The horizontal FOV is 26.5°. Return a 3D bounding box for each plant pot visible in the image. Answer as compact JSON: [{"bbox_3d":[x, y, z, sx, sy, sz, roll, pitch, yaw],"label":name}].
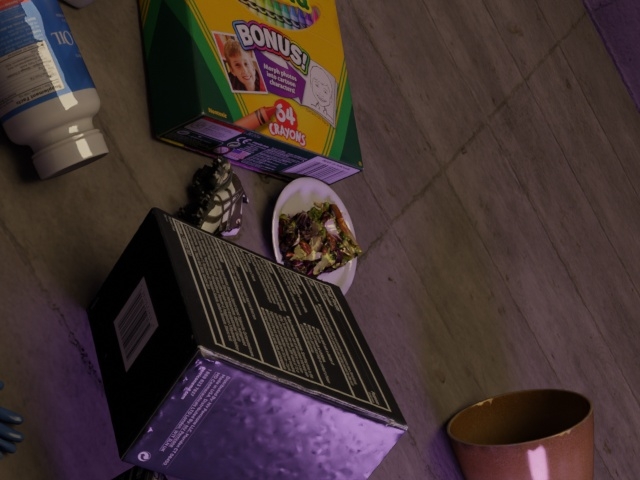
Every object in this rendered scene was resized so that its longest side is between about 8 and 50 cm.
[{"bbox_3d":[0.346,0.400,2.207,0.237,0.237,0.254,-32,112,-55],"label":"plant pot"}]

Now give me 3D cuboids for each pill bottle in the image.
[{"bbox_3d":[-0.344,-0.192,1.664,0.124,0.124,0.221,-27,95,-55],"label":"pill bottle"}]

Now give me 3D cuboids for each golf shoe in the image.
[{"bbox_3d":[-0.147,-0.029,1.882,0.094,0.077,0.198,50,40,-24],"label":"golf shoe"}]

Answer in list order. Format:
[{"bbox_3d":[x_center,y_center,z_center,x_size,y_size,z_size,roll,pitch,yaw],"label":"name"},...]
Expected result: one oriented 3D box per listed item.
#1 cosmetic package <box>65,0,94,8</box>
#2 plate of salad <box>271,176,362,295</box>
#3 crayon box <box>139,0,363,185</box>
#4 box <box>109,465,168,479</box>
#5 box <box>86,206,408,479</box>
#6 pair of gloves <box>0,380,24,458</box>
[{"bbox_3d":[-0.312,-0.582,1.739,0.327,0.329,0.393,27,51,-45],"label":"cosmetic package"},{"bbox_3d":[0.000,0.000,2.068,0.200,0.048,0.200,15,70,-48],"label":"plate of salad"},{"bbox_3d":[-0.103,-0.270,2.043,0.363,0.106,0.313,15,60,-49],"label":"crayon box"},{"bbox_3d":[-0.228,0.333,1.456,0.077,0.147,0.180,58,6,-15],"label":"box"},{"bbox_3d":[-0.096,0.152,1.620,0.294,0.182,0.296,24,23,-29],"label":"box"},{"bbox_3d":[-0.396,0.222,1.460,0.159,0.023,0.198,42,43,-35],"label":"pair of gloves"}]
